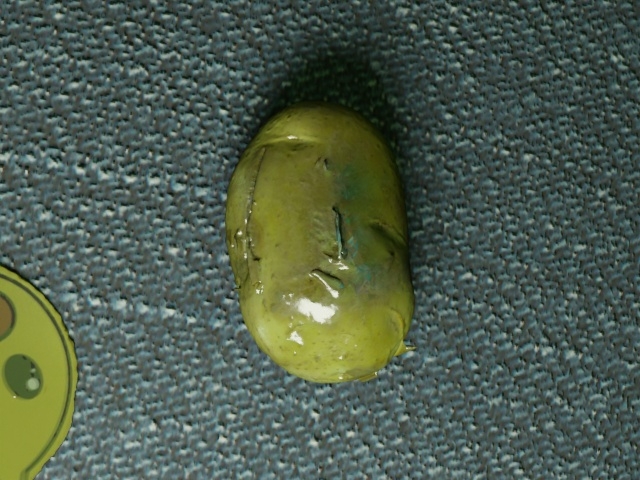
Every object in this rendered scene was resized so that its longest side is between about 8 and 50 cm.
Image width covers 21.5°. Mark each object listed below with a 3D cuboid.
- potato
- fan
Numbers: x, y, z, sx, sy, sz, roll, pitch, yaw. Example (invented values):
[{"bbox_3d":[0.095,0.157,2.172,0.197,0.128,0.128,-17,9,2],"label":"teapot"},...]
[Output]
[{"bbox_3d":[0.000,0.000,1.471,0.169,0.143,0.248,2,82,-29],"label":"potato"},{"bbox_3d":[-0.335,0.088,1.417,0.230,0.011,0.335,-30,95,-19],"label":"fan"}]
